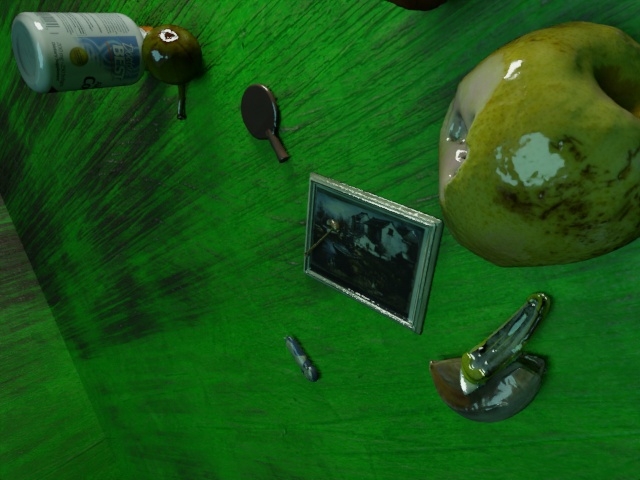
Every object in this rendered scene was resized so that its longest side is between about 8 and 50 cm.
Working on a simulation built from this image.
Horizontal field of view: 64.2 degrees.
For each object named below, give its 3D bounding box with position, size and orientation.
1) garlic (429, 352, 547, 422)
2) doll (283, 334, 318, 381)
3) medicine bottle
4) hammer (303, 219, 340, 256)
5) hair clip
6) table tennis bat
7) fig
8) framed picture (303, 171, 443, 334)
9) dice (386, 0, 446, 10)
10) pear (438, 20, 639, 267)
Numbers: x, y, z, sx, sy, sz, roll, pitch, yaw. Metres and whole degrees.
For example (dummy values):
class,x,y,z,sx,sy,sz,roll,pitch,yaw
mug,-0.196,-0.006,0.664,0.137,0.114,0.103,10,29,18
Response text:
class,x,y,z,sx,sy,sz,roll,pitch,yaw
garlic,0.263,0.236,0.810,0.196,0.087,0.101,-17,80,48
doll,-0.046,0.269,1.164,0.125,0.027,0.037,52,143,14
medicine bottle,-0.494,-0.415,1.118,0.157,0.289,0.156,20,121,39
hammer,0.000,0.000,0.985,0.123,0.014,0.029,-44,67,45
hair clip,0.272,0.151,0.761,0.188,0.033,0.060,-51,33,16
table tennis bat,-0.144,-0.219,0.985,0.107,0.119,0.169,-36,79,47
fig,-0.313,-0.360,1.122,0.124,0.124,0.236,46,158,20
framed picture,0.076,0.021,0.945,0.296,0.019,0.232,24,123,35
dice,0.104,-0.404,0.620,0.179,0.175,0.174,48,135,18
pear,0.245,-0.093,0.564,0.271,0.271,0.270,20,120,38
